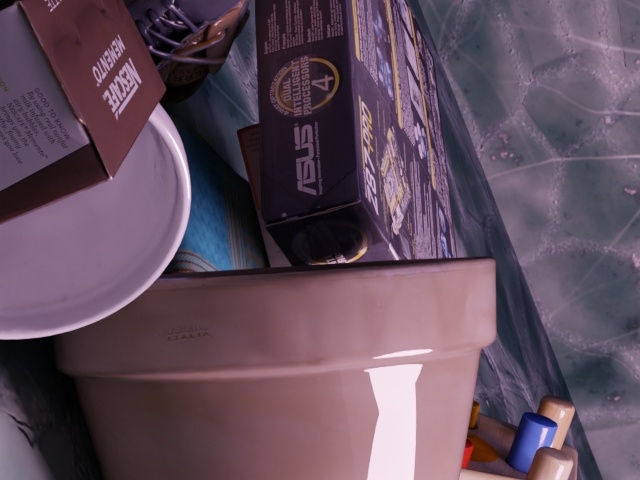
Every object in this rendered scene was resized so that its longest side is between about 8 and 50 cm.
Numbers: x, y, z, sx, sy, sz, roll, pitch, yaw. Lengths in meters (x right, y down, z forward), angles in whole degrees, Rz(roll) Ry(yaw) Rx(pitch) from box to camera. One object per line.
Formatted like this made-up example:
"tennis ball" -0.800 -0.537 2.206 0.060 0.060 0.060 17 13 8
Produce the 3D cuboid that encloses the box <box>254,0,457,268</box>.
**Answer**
"box" 0.038 -0.098 1.648 0.318 0.097 0.394 60 22 -53

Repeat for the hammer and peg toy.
"hammer and peg toy" 0.126 0.221 1.753 0.361 0.266 0.127 -54 163 -77

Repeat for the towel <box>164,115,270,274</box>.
"towel" -0.072 0.102 1.601 0.271 0.040 0.370 43 36 -60

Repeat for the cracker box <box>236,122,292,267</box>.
"cracker box" 0.000 0.000 1.736 0.156 0.067 0.232 -6 81 -73

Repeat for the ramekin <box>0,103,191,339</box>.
"ramekin" -0.188 -0.050 1.139 0.207 0.207 0.109 57 10 -40

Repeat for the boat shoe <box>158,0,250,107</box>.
"boat shoe" -0.112 -0.189 1.566 0.341 0.122 0.110 146 -64 -79

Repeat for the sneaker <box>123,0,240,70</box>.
"sneaker" -0.137 -0.121 1.368 0.086 0.226 0.163 39 36 -48

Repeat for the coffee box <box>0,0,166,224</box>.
"coffee box" -0.218 -0.051 0.933 0.141 0.247 0.098 -74 140 -66

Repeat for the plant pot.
"plant pot" -0.025 0.157 1.310 0.323 0.323 0.280 0 86 -74
